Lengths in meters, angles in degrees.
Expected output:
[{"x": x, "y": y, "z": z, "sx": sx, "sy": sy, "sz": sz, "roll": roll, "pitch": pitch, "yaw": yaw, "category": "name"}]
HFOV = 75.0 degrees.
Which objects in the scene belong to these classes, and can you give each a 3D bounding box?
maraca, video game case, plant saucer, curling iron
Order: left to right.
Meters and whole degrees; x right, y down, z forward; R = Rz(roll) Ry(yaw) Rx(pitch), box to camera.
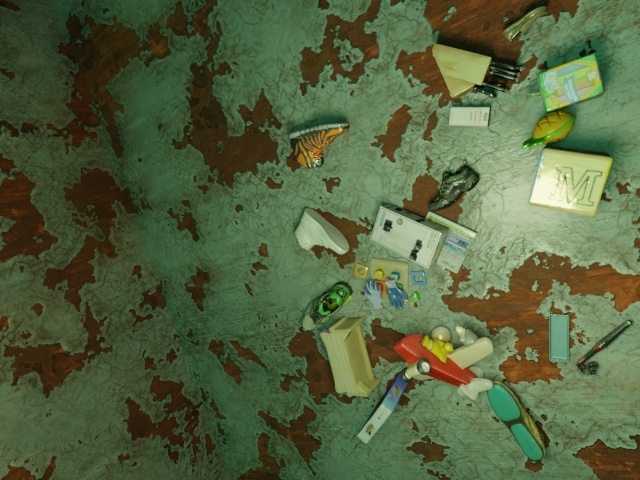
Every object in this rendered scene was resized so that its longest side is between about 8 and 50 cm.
[{"x": 0.298, "y": 0.771, "z": 1.932, "sx": 0.061, "sy": 0.269, "sz": 0.244, "roll": 34, "pitch": 119, "yaw": 17, "category": "video game case"}, {"x": 0.511, "y": 0.006, "z": 1.736, "sx": 0.212, "sy": 0.023, "sz": 0.194, "roll": 29, "pitch": 117, "yaw": 22, "category": "video game case"}, {"x": 0.766, "y": -0.367, "z": 1.405, "sx": 0.185, "sy": 0.127, "sz": 0.099, "roll": -36, "pitch": 100, "yaw": 3, "category": "maraca"}, {"x": 0.919, "y": 0.372, "z": 1.607, "sx": 0.067, "sy": 0.018, "sz": 0.192, "roll": 0, "pitch": 103, "yaw": 30, "category": "plant saucer"}, {"x": 1.041, "y": 0.393, "z": 1.531, "sx": 0.068, "sy": 0.035, "sz": 0.274, "roll": 30, "pitch": 118, "yaw": 15, "category": "curling iron"}]

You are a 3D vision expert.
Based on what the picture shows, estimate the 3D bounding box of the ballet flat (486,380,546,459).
[{"x": 0.805, "y": 0.721, "z": 1.717, "sx": 0.123, "sy": 0.123, "sz": 0.349, "roll": -36, "pitch": 81, "yaw": 33, "category": "ballet flat"}]

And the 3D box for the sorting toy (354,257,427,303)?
[{"x": 0.304, "y": 0.186, "z": 1.894, "sx": 0.347, "sy": 0.047, "sz": 0.196, "roll": 7, "pitch": 108, "yaw": 29, "category": "sorting toy"}]

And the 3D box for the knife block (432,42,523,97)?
[{"x": 0.563, "y": -0.627, "z": 1.487, "sx": 0.242, "sy": 0.088, "sz": 0.276, "roll": -24, "pitch": 91, "yaw": 32, "category": "knife block"}]

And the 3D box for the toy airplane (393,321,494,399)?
[{"x": 0.531, "y": 0.494, "z": 1.753, "sx": 0.385, "sy": 0.273, "sz": 0.384, "roll": -6, "pitch": 139, "yaw": 23, "category": "toy airplane"}]

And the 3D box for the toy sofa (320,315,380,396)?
[{"x": 0.145, "y": 0.563, "z": 2.034, "sx": 0.177, "sy": 0.150, "sz": 0.363, "roll": -11, "pitch": 98, "yaw": 37, "category": "toy sofa"}]

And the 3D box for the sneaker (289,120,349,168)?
[{"x": 0.008, "y": -0.422, "z": 1.863, "sx": 0.321, "sy": 0.124, "sz": 0.180, "roll": -2, "pitch": 107, "yaw": 42, "category": "sneaker"}]

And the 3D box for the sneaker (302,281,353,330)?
[{"x": 0.006, "y": 0.334, "z": 2.051, "sx": 0.134, "sy": 0.146, "sz": 0.344, "roll": 46, "pitch": 122, "yaw": 11, "category": "sneaker"}]

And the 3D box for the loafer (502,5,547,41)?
[{"x": 0.692, "y": -0.727, "z": 1.405, "sx": 0.148, "sy": 0.056, "sz": 0.050, "roll": -26, "pitch": 91, "yaw": 43, "category": "loafer"}]

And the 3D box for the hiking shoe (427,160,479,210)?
[{"x": 0.509, "y": -0.209, "z": 1.653, "sx": 0.227, "sy": 0.086, "sz": 0.114, "roll": -39, "pitch": 70, "yaw": 27, "category": "hiking shoe"}]

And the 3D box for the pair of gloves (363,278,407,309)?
[{"x": 0.293, "y": 0.244, "z": 1.884, "sx": 0.198, "sy": 0.023, "sz": 0.159, "roll": -10, "pitch": 107, "yaw": 32, "category": "pair of gloves"}]

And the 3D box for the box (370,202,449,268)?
[{"x": 0.368, "y": -0.024, "z": 1.750, "sx": 0.289, "sy": 0.087, "sz": 0.169, "roll": 29, "pitch": 117, "yaw": 28, "category": "box"}]

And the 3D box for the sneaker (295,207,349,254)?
[{"x": 0.000, "y": 0.000, "z": 1.991, "sx": 0.292, "sy": 0.108, "sz": 0.169, "roll": 45, "pitch": 123, "yaw": 23, "category": "sneaker"}]

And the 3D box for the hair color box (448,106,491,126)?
[{"x": 0.559, "y": -0.464, "z": 1.562, "sx": 0.141, "sy": 0.043, "sz": 0.072, "roll": 11, "pitch": 109, "yaw": 28, "category": "hair color box"}]

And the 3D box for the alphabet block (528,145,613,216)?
[{"x": 0.828, "y": -0.205, "z": 1.394, "sx": 0.197, "sy": 0.192, "sz": 0.194, "roll": 16, "pitch": 113, "yaw": 27, "category": "alphabet block"}]

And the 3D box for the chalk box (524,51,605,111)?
[{"x": 0.788, "y": -0.500, "z": 1.366, "sx": 0.212, "sy": 0.132, "sz": 0.132, "roll": -14, "pitch": 97, "yaw": 33, "category": "chalk box"}]
